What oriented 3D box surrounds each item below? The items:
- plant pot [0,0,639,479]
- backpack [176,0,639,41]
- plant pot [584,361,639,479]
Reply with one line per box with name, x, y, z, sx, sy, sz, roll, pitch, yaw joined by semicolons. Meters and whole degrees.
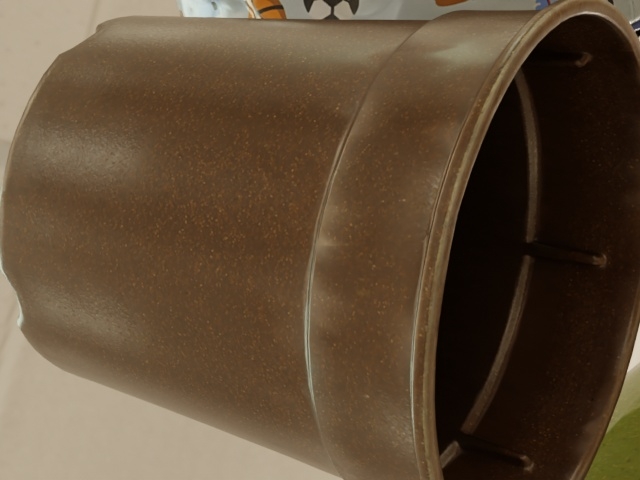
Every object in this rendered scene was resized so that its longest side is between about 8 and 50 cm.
plant pot;0.000;0.000;0.520;0.167;0.165;0.167;-26;-59;-55
backpack;0.059;-0.142;0.793;0.263;0.276;0.213;-37;-75;-30
plant pot;0.134;0.196;0.646;0.293;0.275;0.274;-19;-57;-44
